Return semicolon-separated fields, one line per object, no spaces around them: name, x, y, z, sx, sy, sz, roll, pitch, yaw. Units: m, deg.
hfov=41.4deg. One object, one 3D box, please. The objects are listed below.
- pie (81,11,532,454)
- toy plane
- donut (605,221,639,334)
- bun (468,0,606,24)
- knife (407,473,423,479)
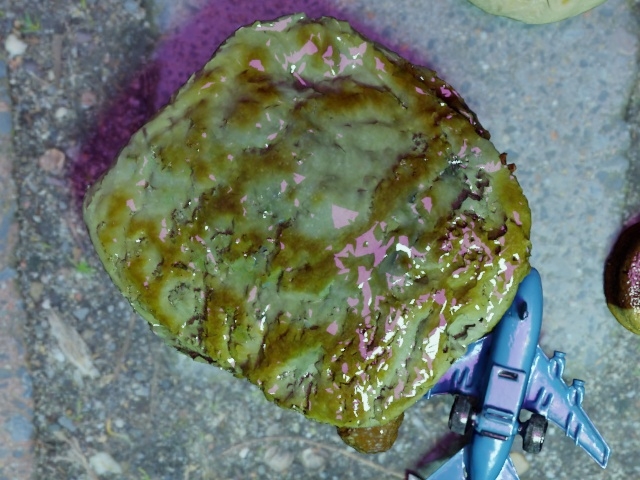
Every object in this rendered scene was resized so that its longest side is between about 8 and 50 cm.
pie;-0.012;-0.023;0.856;0.418;0.180;0.395;35;94;2
toy plane;0.200;0.163;0.928;0.254;0.105;0.271;13;100;10
donut;0.388;0.044;0.942;0.141;0.059;0.140;0;95;0
bun;0.226;-0.319;0.840;0.223;0.127;0.222;2;102;7
knife;0.125;0.437;0.992;0.061;0.027;0.342;-3;97;2
